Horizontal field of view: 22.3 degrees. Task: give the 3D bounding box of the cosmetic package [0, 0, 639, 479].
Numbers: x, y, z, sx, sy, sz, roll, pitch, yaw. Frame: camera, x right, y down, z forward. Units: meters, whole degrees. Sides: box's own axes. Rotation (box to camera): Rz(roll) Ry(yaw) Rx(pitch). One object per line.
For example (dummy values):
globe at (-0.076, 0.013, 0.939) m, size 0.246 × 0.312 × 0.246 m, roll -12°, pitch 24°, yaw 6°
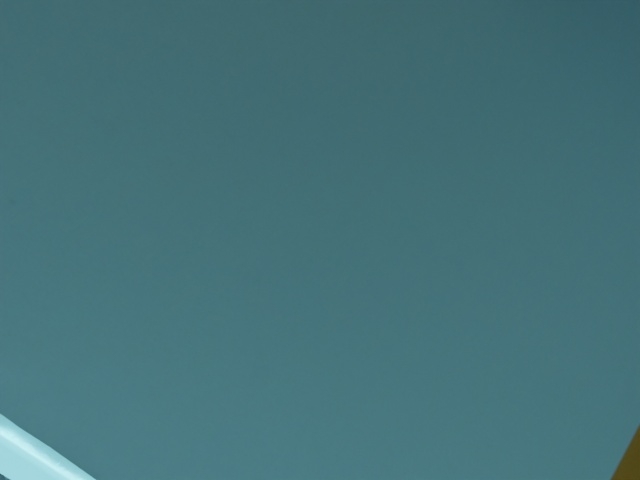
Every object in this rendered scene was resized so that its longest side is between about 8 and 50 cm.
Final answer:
cosmetic package at (0.000, 0.000, 0.519) m, size 0.453 × 0.230 × 0.161 m, roll 39°, pitch 163°, yaw -32°
